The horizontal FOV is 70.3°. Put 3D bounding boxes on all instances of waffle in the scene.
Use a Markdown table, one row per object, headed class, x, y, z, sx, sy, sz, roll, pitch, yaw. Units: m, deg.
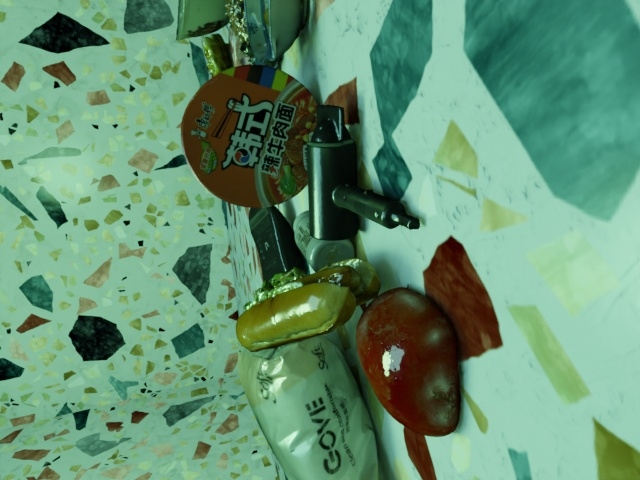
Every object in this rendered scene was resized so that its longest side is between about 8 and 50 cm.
| class | x | y | z | sx | sy | sz | roll | pitch | yaw |
| --- | --- | --- | --- | --- | --- | --- | --- | --- | --- |
| waffle | -0.221 | -0.427 | 1.190 | 0.244 | 0.058 | 0.238 | 63 | -163 | -14 |

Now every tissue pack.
| class | x | y | z | sx | sy | sz | roll | pitch | yaw |
| --- | --- | --- | --- | --- | --- | --- | --- | --- | --- |
| tissue pack | -0.016 | 0.347 | 0.884 | 0.376 | 0.195 | 0.390 | 67 | 162 | 5 |

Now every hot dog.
| class | x | y | z | sx | sy | sz | roll | pitch | yaw |
| --- | --- | --- | --- | --- | --- | --- | --- | --- | --- |
| hot dog | -0.046 | 0.101 | 0.722 | 0.337 | 0.135 | 0.100 | -28 | 95 | 52 |

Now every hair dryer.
| class | x | y | z | sx | sy | sz | roll | pitch | yaw |
| --- | --- | --- | --- | --- | --- | --- | --- | --- | --- |
| hair dryer | 0.056 | -0.078 | 0.615 | 0.248 | 0.077 | 0.196 | 32 | 129 | 57 |

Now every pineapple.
| class | x | y | z | sx | sy | sz | roll | pitch | yaw |
| --- | --- | --- | --- | --- | --- | --- | --- | --- | --- |
| pineapple | -0.138 | -0.422 | 1.007 | 0.119 | 0.110 | 0.237 | -77 | -16 | -57 |

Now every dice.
| class | x | y | z | sx | sy | sz | roll | pitch | yaw |
| --- | --- | --- | --- | --- | --- | --- | --- | --- | --- |
| dice | -0.171 | -0.470 | 1.098 | 0.093 | 0.091 | 0.094 | -116 | 22 | -45 |

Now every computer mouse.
| class | x | y | z | sx | sy | sz | roll | pitch | yaw |
| --- | --- | --- | --- | --- | --- | --- | --- | --- | --- |
| computer mouse | -0.105 | 0.013 | 1.156 | 0.147 | 0.088 | 0.265 | -33 | 66 | 55 |

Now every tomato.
| class | x | y | z | sx | sy | sz | roll | pitch | yaw |
| --- | --- | --- | --- | --- | --- | --- | --- | --- | --- |
| tomato | 0.092 | 0.147 | 0.562 | 0.174 | 0.082 | 0.167 | -146 | 48 | -65 |

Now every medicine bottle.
| class | x | y | z | sx | sy | sz | roll | pitch | yaw |
| --- | --- | --- | --- | --- | --- | --- | --- | --- | --- |
| medicine bottle | 0.000 | 0.000 | 0.798 | 0.140 | 0.079 | 0.079 | -127 | 32 | -59 |

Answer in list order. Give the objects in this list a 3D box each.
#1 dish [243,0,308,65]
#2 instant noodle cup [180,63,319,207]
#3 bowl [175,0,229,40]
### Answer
| class | x | y | z | sx | sy | sz | roll | pitch | yaw |
| --- | --- | --- | --- | --- | --- | --- | --- | --- | --- |
| dish | -0.070 | -0.413 | 0.797 | 0.236 | 0.086 | 0.228 | 107 | 148 | -56 |
| instant noodle cup | -0.120 | -0.175 | 0.867 | 0.192 | 0.250 | 0.251 | 156 | 104 | -83 |
| bowl | -0.249 | -0.644 | 1.101 | 0.337 | 0.157 | 0.338 | -174 | 90 | -67 |
